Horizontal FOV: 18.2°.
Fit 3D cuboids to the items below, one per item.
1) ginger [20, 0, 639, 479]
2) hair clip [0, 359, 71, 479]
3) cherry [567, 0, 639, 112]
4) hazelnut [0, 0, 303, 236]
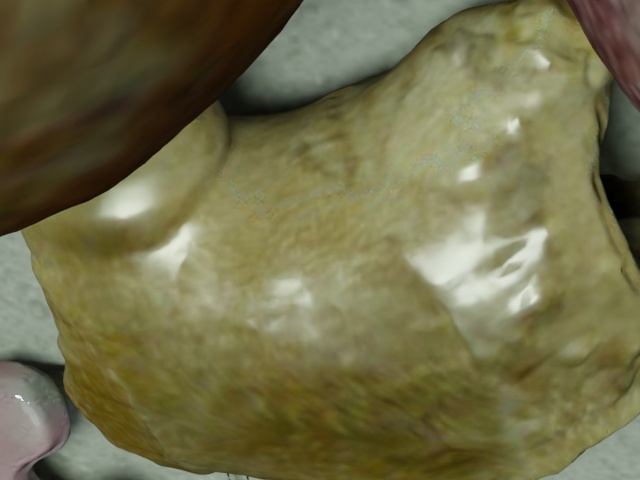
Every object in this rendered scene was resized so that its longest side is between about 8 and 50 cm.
[{"bbox_3d":[0.000,0.000,0.741,0.275,0.130,0.221,-36,108,29],"label":"ginger"},{"bbox_3d":[-0.130,0.132,0.931,0.257,0.075,0.146,43,131,-19],"label":"hair clip"},{"bbox_3d":[0.167,-0.104,0.542,0.300,0.230,0.203,41,137,1],"label":"cherry"},{"bbox_3d":[-0.144,-0.178,0.483,0.359,0.359,0.409,10,124,3],"label":"hazelnut"}]
